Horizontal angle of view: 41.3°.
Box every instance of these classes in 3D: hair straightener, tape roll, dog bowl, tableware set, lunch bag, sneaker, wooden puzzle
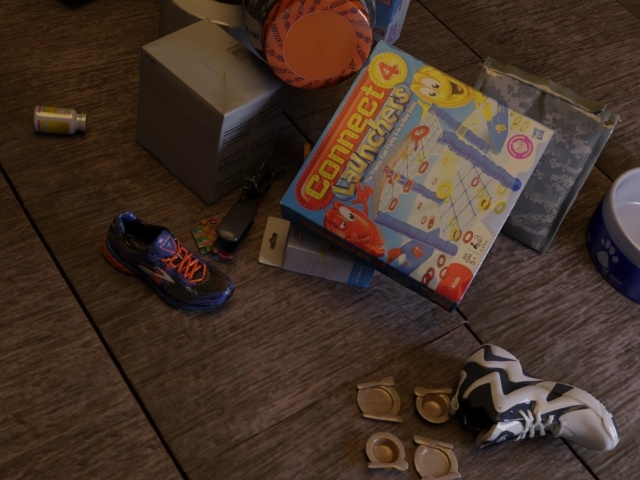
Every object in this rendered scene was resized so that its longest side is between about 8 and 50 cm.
[{"bbox_3d":[-0.104,-0.071,1.369,0.047,0.089,0.230,28,46,8],"label":"hair straightener"},{"bbox_3d":[-0.177,-0.408,1.587,0.246,0.169,0.246,7,48,-8],"label":"tape roll"},{"bbox_3d":[0.610,-0.003,1.493,0.264,0.104,0.265,7,50,-9],"label":"dog bowl"},{"bbox_3d":[0.123,0.265,1.194,0.141,0.020,0.169,6,49,-10],"label":"tableware set"},{"bbox_3d":[0.344,-0.160,1.435,0.235,0.287,0.169,28,50,10],"label":"lunch bag"},{"bbox_3d":[-0.228,0.030,1.257,0.221,0.087,0.083,25,50,7],"label":"sneaker"},{"bbox_3d":[-0.176,-0.004,1.353,0.049,0.006,0.083,-13,55,-24],"label":"wooden puzzle"},{"bbox_3d":[0.287,0.259,1.194,0.235,0.094,0.153,34,52,14],"label":"sneaker"}]

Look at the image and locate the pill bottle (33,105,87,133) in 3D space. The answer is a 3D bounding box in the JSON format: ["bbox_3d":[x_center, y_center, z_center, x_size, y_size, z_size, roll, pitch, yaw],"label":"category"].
[{"bbox_3d":[-0.436,-0.201,1.427,0.083,0.043,0.043,4,50,-12],"label":"pill bottle"}]

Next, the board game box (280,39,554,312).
[{"bbox_3d":[0.145,-0.100,1.292,0.302,0.086,0.308,29,80,8],"label":"board game box"}]

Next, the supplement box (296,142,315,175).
[{"bbox_3d":[0.054,-0.088,1.419,0.188,0.104,0.081,7,49,-10],"label":"supplement box"}]

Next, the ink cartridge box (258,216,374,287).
[{"bbox_3d":[0.000,0.000,1.358,0.181,0.062,0.104,13,50,-4],"label":"ink cartridge box"}]

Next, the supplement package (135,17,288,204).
[{"bbox_3d":[-0.183,-0.212,1.397,0.194,0.203,0.149,41,52,19],"label":"supplement package"}]

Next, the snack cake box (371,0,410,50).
[{"bbox_3d":[0.051,-0.519,1.752,0.264,0.152,0.089,31,50,13],"label":"snack cake box"}]

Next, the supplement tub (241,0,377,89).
[{"bbox_3d":[-0.027,-0.406,1.360,0.207,0.207,0.338,2,45,-13],"label":"supplement tub"}]
